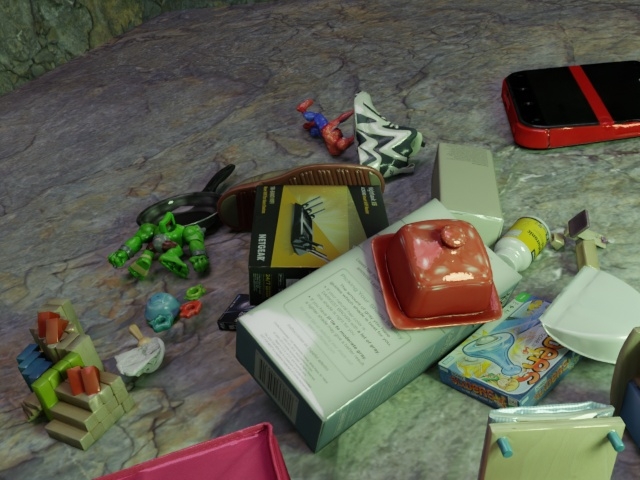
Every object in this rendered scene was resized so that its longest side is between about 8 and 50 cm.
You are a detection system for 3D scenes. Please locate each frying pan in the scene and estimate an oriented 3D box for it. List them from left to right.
[{"bbox_3d":[-0.298,-0.083,1.700,0.198,0.053,0.326,-9,24,4],"label":"frying pan"}]

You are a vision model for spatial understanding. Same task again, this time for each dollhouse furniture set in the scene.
[{"bbox_3d":[0.262,0.170,0.787,0.304,0.286,0.198,-3,29,-5],"label":"dollhouse furniture set"},{"bbox_3d":[0.438,0.029,1.240,0.081,0.091,0.114,21,51,-19],"label":"dollhouse furniture set"}]

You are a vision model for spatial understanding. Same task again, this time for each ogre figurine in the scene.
[{"bbox_3d":[-0.304,0.013,1.495,0.197,0.096,0.118,-12,39,26],"label":"ogre figurine"}]

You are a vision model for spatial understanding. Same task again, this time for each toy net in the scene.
[{"bbox_3d":[-0.266,0.159,1.280,0.122,0.045,0.232,-5,32,11],"label":"toy net"}]

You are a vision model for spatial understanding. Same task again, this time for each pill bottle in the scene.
[{"bbox_3d":[0.328,0.012,1.256,0.065,0.065,0.116,13,39,38],"label":"pill bottle"}]

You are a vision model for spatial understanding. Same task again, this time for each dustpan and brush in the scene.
[{"bbox_3d":[0.416,0.126,1.002,0.211,0.060,0.147,24,48,36],"label":"dustpan and brush"}]

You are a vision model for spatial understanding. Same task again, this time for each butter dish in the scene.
[{"bbox_3d":[0.163,0.025,1.007,0.160,0.118,0.159,-4,54,-11],"label":"butter dish"}]

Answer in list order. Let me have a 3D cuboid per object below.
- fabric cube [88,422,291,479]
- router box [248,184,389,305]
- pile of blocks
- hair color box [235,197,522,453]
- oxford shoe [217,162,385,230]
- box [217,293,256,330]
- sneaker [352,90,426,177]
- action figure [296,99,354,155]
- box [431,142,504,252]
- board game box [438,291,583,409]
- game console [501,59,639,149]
[{"bbox_3d":[-0.109,0.361,0.644,0.259,0.258,0.254,-16,29,-5],"label":"fabric cube"},{"bbox_3d":[0.000,0.000,1.351,0.243,0.080,0.308,0,30,-3],"label":"router box"},{"bbox_3d":[-0.432,0.191,1.221,0.149,0.112,0.362,-27,32,-23],"label":"pile of blocks"},{"bbox_3d":[0.084,0.108,1.079,0.375,0.113,0.185,-31,62,-26],"label":"hair color box"},{"bbox_3d":[-0.038,-0.113,1.576,0.349,0.122,0.130,-6,25,11],"label":"oxford shoe"},{"bbox_3d":[-0.129,0.124,1.303,0.067,0.018,0.083,2,33,26],"label":"box"},{"bbox_3d":[0.153,-0.236,1.688,0.153,0.094,0.234,-3,53,-2],"label":"sneaker"},{"bbox_3d":[0.044,-0.290,1.868,0.139,0.091,0.280,-26,30,-3],"label":"action figure"},{"bbox_3d":[0.261,-0.076,1.383,0.113,0.094,0.275,10,33,4],"label":"box"},{"bbox_3d":[0.281,0.154,1.060,0.201,0.035,0.136,-33,35,-31],"label":"board game box"},{"bbox_3d":[0.600,-0.314,1.728,0.342,0.060,0.386,-3,31,8],"label":"game console"}]
